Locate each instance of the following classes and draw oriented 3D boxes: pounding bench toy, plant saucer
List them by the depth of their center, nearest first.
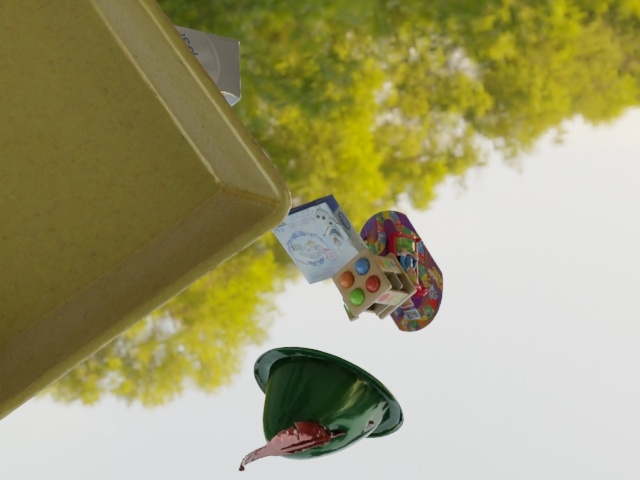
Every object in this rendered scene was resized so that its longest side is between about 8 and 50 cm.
[{"bbox_3d":[-0.241,-0.068,0.931,0.332,0.333,0.081,-35,-177,6],"label":"plant saucer"},{"bbox_3d":[0.044,0.055,1.298,0.083,0.052,0.065,-42,153,22],"label":"pounding bench toy"}]

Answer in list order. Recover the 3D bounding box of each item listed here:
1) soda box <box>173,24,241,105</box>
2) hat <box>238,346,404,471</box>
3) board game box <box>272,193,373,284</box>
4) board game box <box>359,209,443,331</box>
[{"bbox_3d":[-0.250,-0.233,1.613,0.286,0.091,0.098,9,157,-30],"label":"soda box"},{"bbox_3d":[-0.026,0.232,1.337,0.173,0.208,0.184,-23,-144,47],"label":"hat"},{"bbox_3d":[0.000,0.000,1.356,0.090,0.090,0.020,-17,-156,40],"label":"board game box"},{"bbox_3d":[0.120,0.036,1.659,0.033,0.169,0.133,-19,-161,44],"label":"board game box"}]
